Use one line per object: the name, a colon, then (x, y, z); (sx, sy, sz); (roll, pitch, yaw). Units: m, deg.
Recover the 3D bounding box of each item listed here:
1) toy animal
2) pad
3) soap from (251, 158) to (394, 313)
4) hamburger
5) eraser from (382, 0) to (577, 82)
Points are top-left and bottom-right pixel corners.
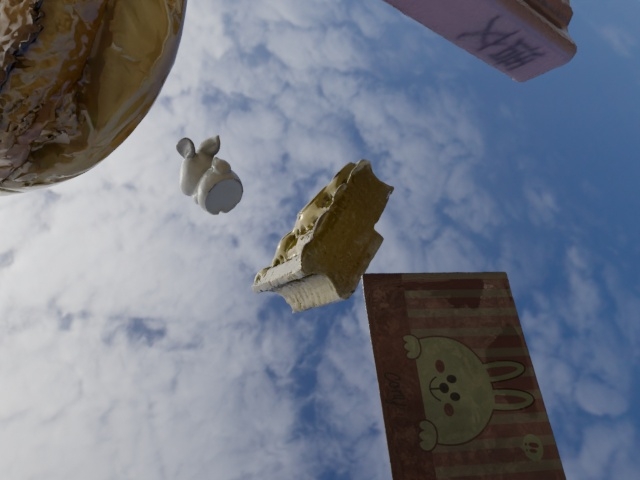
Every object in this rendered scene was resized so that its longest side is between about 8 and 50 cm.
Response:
toy animal: (-0.295, -0.173, 1.484); (0.127, 0.178, 0.193); (-19, -122, -31)
pad: (0.163, 0.170, 0.651); (0.202, 0.005, 0.300); (0, -120, -10)
soap: (0.000, 0.000, 1.311); (0.169, 0.338, 0.304); (36, -114, -13)
hamburger: (-0.244, -0.177, 0.420); (0.174, 0.304, 0.284); (17, -104, -53)
eraser: (0.192, -0.398, 0.747); (0.359, 0.122, 0.272); (11, -110, -41)
